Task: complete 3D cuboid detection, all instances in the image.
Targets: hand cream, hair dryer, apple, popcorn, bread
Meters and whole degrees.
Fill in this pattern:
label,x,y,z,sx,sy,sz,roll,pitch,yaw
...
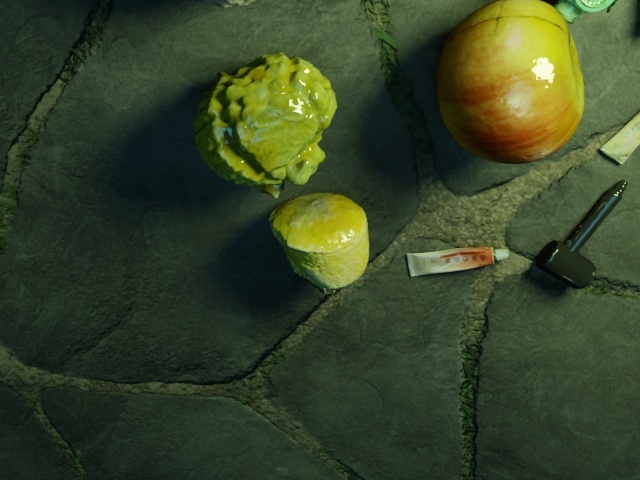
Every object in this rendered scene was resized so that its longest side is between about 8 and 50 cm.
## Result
label,x,y,z,sx,sy,sz,roll,pitch,yaw
hand cream,0.619,-0.215,1.539,0.061,0.039,0.143,28,121,-15
hand cream,0.297,0.039,1.692,0.216,0.038,0.052,-8,91,10
hair dryer,0.570,-0.018,1.642,0.114,0.070,0.248,30,107,-13
apple,0.331,-0.277,1.378,0.233,0.286,0.286,-9,120,28
popcorn,-0.102,-0.217,1.457,0.258,0.224,0.270,13,112,-14
bread,0.002,-0.004,1.594,0.197,0.197,0.170,-8,125,6

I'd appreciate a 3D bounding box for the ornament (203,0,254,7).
label,x,y,z,sx,sy,sz,roll,pitch,yaw
ornament,-0.143,-0.506,1.280,0.259,0.259,0.225,-32,108,18

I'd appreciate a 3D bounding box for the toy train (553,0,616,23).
label,x,y,z,sx,sy,sz,roll,pitch,yaw
toy train,0.457,-0.504,1.334,0.188,0.132,0.243,34,115,-7
